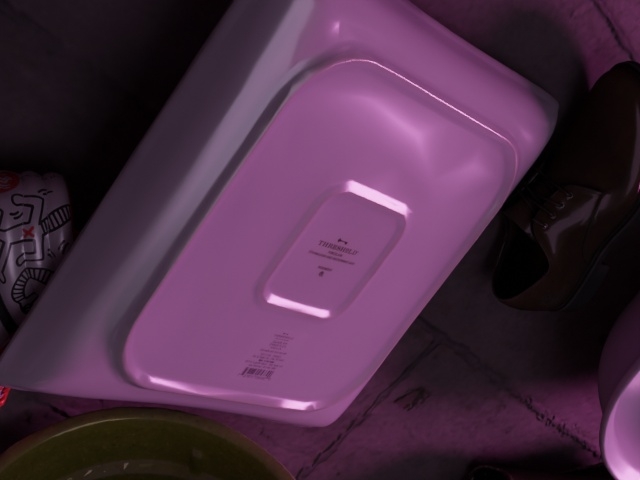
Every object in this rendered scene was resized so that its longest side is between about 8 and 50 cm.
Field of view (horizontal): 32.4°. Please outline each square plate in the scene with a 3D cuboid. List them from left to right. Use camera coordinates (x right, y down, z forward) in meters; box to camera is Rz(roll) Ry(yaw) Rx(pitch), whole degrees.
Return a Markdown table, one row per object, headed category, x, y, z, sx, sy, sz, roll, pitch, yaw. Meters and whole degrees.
| category | x | y | z | sx | sy | sz | roll | pitch | yaw |
| --- | --- | --- | --- | --- | --- | --- | --- | --- | --- |
| square plate | 0.000 | 0.000 | 0.772 | 0.347 | 0.049 | 0.344 | 19 | 111 | -50 |

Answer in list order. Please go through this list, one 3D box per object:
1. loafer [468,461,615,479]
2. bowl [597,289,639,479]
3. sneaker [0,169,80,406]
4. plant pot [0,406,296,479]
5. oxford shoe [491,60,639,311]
| category | x | y | z | sx | sy | sz | roll | pitch | yaw |
| --- | --- | --- | --- | --- | --- | --- | --- | --- | --- |
| loafer | 0.198 | 0.283 | 1.060 | 0.365 | 0.134 | 0.130 | -14 | 125 | -17 |
| bowl | 0.373 | 0.097 | 1.000 | 0.297 | 0.134 | 0.298 | -6 | 132 | -7 |
| sneaker | -0.220 | 0.075 | 0.742 | 0.144 | 0.090 | 0.270 | -7 | 122 | -19 |
| plant pot | -0.141 | 0.311 | 0.848 | 0.276 | 0.276 | 0.254 | -13 | 142 | -18 |
| oxford shoe | 0.198 | -0.034 | 0.872 | 0.096 | 0.083 | 0.227 | -2 | 122 | -31 |
